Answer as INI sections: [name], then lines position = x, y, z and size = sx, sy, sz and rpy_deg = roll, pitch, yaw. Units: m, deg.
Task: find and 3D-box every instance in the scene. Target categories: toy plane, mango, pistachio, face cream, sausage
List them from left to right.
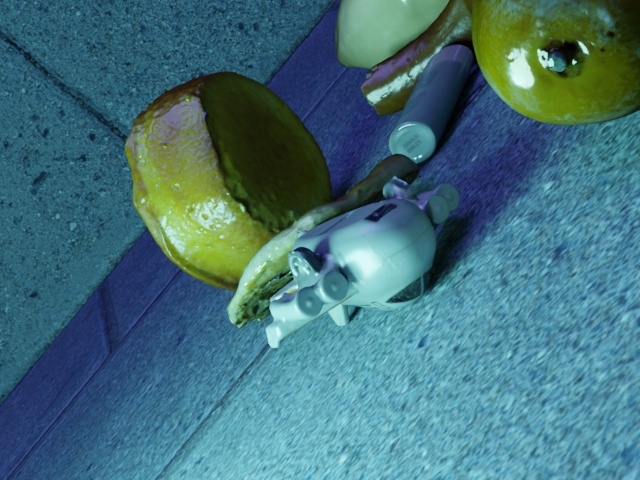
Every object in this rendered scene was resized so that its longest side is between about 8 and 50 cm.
[toy plane]
position = 0.040, 0.025, 1.295
size = 0.244, 0.117, 0.245
rpy_deg = -31, 6, 4
[pistachio]
position = 0.133, -0.361, 1.887
size = 0.193, 0.214, 0.318
rpy_deg = -1, -30, -43
[face cream]
position = 0.142, -0.174, 1.652
size = 0.084, 0.057, 0.198
rpy_deg = -38, 15, 40
[sausage]
position = 0.171, -0.275, 1.744
size = 0.302, 0.102, 0.076
rpy_deg = -44, 48, 39
[mango]
position = 0.242, -0.221, 1.123
size = 0.221, 0.199, 0.384
rpy_deg = -49, -2, 33

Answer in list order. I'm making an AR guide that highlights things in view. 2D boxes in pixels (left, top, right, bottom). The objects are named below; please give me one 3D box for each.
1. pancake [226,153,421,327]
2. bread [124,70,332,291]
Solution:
[pancake]
position = 0.001, 0.001, 1.502
size = 0.282, 0.049, 0.282
rpy_deg = -39, -6, -5
[bread]
position = -0.118, -0.082, 1.789
size = 0.172, 0.312, 0.312
rpy_deg = -29, 22, 35
